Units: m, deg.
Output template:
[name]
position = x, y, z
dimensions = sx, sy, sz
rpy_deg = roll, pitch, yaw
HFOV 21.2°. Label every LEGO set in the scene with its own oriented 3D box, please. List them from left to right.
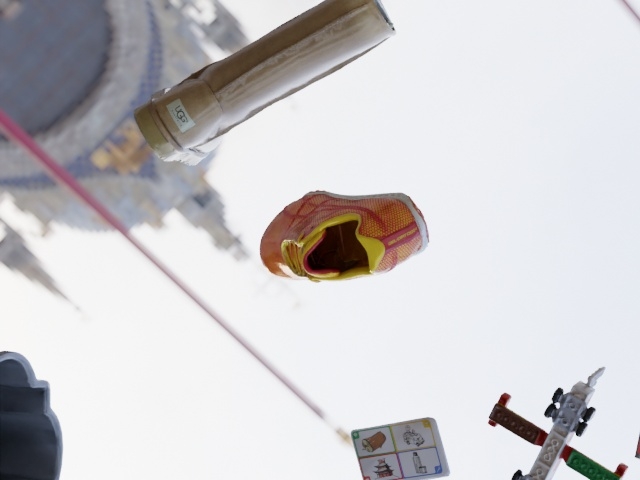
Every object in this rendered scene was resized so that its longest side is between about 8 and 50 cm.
[LEGO set]
position = 0.159, 0.207, 1.333
dimensions = 0.244, 0.182, 0.060
rpy_deg = -15, -177, 29

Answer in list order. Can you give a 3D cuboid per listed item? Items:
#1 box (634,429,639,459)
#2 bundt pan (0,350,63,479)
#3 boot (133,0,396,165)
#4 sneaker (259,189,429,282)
[box]
position = 0.396, 0.146, 1.842
dimensions = 0.114, 0.036, 0.207
rpy_deg = -166, -93, -75
[bundt pan]
position = -0.345, 0.239, 1.409
dimensions = 0.124, 0.331, 0.331
rpy_deg = 10, -130, 18
[boot]
position = -0.047, -0.176, 1.785
dimensions = 0.269, 0.089, 0.236
rpy_deg = -30, -172, 8
[sneaker]
position = 0.000, 0.000, 1.164
dimensions = 0.067, 0.064, 0.175
rpy_deg = -25, -174, -32
